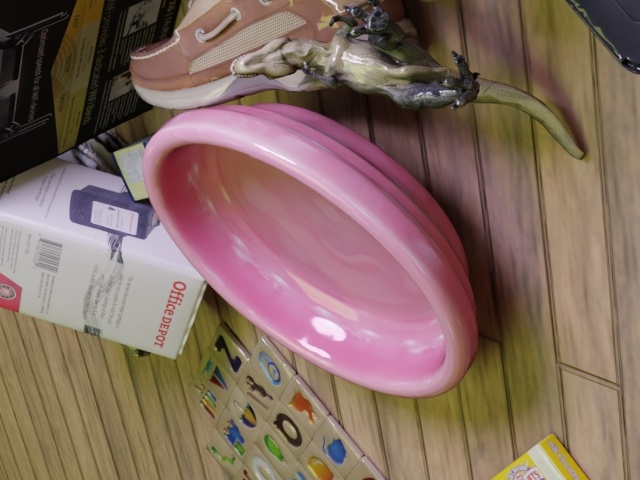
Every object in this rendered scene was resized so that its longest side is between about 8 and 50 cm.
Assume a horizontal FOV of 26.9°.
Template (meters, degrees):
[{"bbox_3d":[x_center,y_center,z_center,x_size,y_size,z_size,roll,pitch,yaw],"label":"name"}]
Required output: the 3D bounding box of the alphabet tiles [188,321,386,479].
[{"bbox_3d":[-0.030,0.262,1.533,0.342,0.011,0.285,49,145,17],"label":"alphabet tiles"}]

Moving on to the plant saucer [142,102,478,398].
[{"bbox_3d":[0.000,0.000,1.149,0.332,0.084,0.332,30,154,16],"label":"plant saucer"}]

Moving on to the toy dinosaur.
[{"bbox_3d":[0.066,-0.118,0.949,0.268,0.064,0.118,17,173,6],"label":"toy dinosaur"}]

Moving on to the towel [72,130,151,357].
[{"bbox_3d":[-0.319,-0.042,1.648,0.312,0.056,0.324,36,139,33],"label":"towel"}]

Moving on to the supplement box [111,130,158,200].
[{"bbox_3d":[-0.152,-0.085,1.362,0.083,0.083,0.056,-8,108,56],"label":"supplement box"}]

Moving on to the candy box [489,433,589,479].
[{"bbox_3d":[0.188,0.259,1.219,0.105,0.027,0.206,55,147,13],"label":"candy box"}]

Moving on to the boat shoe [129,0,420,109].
[{"bbox_3d":[-0.052,-0.185,1.133,0.324,0.123,0.116,-3,109,44],"label":"boat shoe"}]

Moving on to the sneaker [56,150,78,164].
[{"bbox_3d":[-0.366,-0.131,1.524,0.151,0.094,0.256,-9,99,38],"label":"sneaker"}]

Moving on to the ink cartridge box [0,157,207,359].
[{"bbox_3d":[-0.239,0.016,1.435,0.237,0.100,0.172,17,142,-6],"label":"ink cartridge box"}]

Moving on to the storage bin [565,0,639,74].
[{"bbox_3d":[0.218,-0.198,0.778,0.122,0.084,0.180,53,147,12],"label":"storage bin"}]

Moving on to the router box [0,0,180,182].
[{"bbox_3d":[-0.250,-0.198,1.262,0.081,0.243,0.309,48,145,17],"label":"router box"}]
